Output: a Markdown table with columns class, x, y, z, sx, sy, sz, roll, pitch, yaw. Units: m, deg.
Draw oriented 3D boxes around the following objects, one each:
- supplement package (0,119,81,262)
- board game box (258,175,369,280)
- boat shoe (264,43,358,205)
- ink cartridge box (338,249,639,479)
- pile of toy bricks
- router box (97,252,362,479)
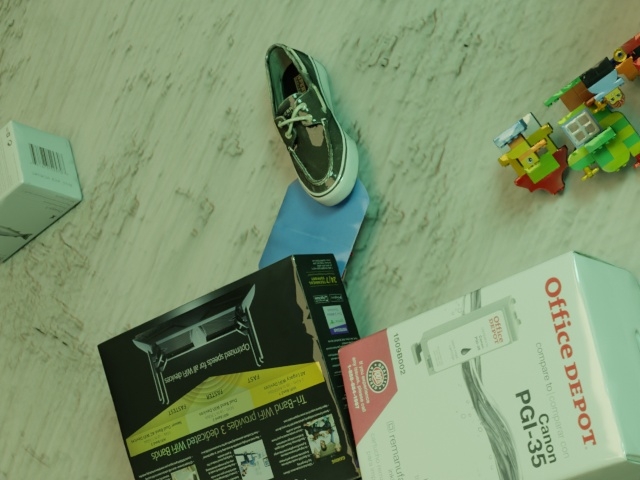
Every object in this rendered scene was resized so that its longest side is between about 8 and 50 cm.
| class | x | y | z | sx | sy | sz | roll | pitch | yaw |
| --- | --- | --- | --- | --- | --- | --- | --- | --- | --- |
| supplement package | -0.429 | -0.064 | 1.909 | 0.179 | 0.105 | 0.105 | -34 | 59 | 29 |
| board game box | 0.000 | 0.000 | 1.580 | 0.133 | 0.033 | 0.168 | 16 | 83 | 46 |
| boat shoe | -0.020 | -0.133 | 1.585 | 0.078 | 0.070 | 0.219 | -37 | 49 | 22 |
| ink cartridge box | 0.174 | 0.155 | 1.333 | 0.283 | 0.117 | 0.207 | -26 | 62 | 33 |
| pile of toy bricks | 0.271 | -0.110 | 1.345 | 0.212 | 0.118 | 0.105 | -37 | 89 | 17 |
| router box | -0.087 | 0.178 | 1.540 | 0.309 | 0.081 | 0.243 | -24 | 77 | 33 |
